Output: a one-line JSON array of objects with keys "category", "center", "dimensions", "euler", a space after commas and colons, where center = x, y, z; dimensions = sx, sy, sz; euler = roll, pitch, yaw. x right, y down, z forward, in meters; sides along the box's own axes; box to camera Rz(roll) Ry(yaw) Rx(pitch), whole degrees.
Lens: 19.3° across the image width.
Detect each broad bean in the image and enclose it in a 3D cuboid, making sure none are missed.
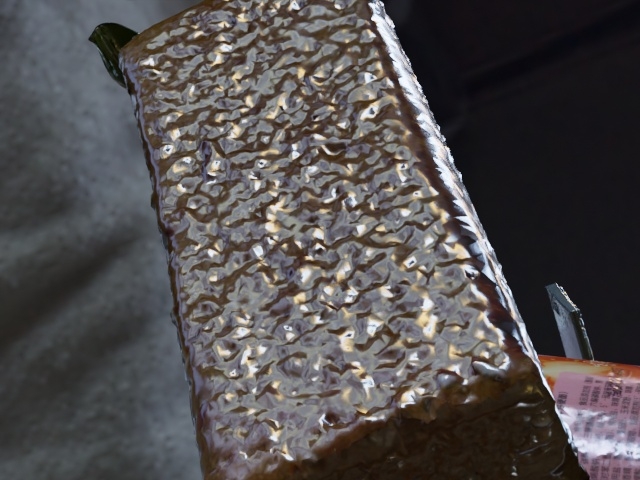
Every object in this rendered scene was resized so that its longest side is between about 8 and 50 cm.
[{"category": "broad bean", "center": [-0.089, -0.121, 1.509], "dimensions": [0.227, 0.069, 0.039], "euler": [13, 33, -29]}]

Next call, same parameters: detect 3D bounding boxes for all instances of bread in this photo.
[{"category": "bread", "center": [0.000, 0.000, 0.959], "dimensions": [0.416, 0.165, 0.113], "euler": [-107, 177, -52]}]

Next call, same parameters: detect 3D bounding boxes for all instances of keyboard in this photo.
[{"category": "keyboard", "center": [0.227, 0.120, 1.604], "dimensions": [0.055, 0.014, 0.176], "euler": [-121, -170, -63]}]

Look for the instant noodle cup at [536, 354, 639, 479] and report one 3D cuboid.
[{"category": "instant noodle cup", "center": [0.200, 0.170, 0.976], "dimensions": [0.243, 0.231, 0.243], "euler": [0, 90, -75]}]
